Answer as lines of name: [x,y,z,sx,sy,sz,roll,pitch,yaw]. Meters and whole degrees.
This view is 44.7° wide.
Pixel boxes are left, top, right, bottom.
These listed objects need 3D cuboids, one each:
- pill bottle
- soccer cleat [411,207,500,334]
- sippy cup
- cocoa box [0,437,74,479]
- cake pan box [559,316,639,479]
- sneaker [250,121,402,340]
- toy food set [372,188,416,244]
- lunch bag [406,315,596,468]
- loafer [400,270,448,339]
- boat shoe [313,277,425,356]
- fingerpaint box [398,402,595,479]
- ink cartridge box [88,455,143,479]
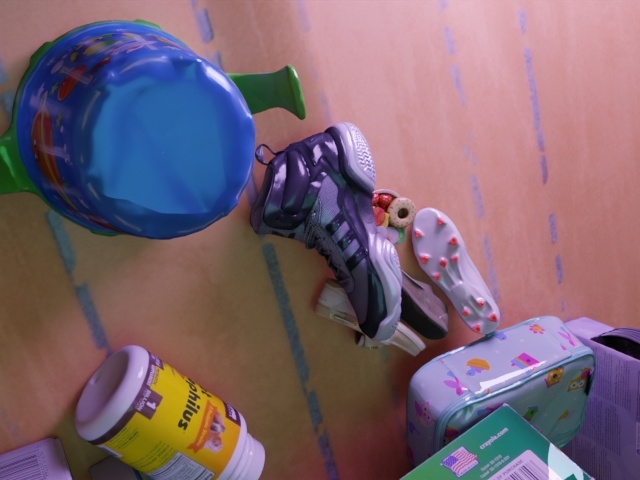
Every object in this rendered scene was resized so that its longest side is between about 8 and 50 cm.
pill bottle: [-0.169,0.222,0.909,0.215,0.117,0.117,41,83,-28]
soccer cleat: [0.183,0.042,1.073,0.068,0.076,0.196,-30,96,13]
sippy cup: [-0.174,-0.102,0.771,0.240,0.224,0.306,39,84,-28]
cocoa box: [-0.315,0.396,0.749,0.231,0.347,0.228,-17,109,-22]
cake pan box: [0.453,0.263,1.148,0.070,0.245,0.267,-13,106,-26]
sneaker: [0.000,0.000,0.936,0.153,0.101,0.269,-12,89,-17]
toy food set: [0.083,-0.026,1.027,0.083,0.020,0.083,24,91,-29]
lunch bag: [0.258,0.241,1.103,0.279,0.108,0.224,-17,126,-19]
loafer: [0.118,0.075,1.052,0.148,0.056,0.050,45,44,-20]
boat shoe: [0.062,0.113,1.030,0.170,0.063,0.059,34,89,-19]
fingerpaint box: [0.136,0.481,0.996,0.444,0.163,0.371,-31,130,-15]
ink cartridge box: [-0.220,0.324,0.924,0.052,0.088,0.123,-28,113,-17]
